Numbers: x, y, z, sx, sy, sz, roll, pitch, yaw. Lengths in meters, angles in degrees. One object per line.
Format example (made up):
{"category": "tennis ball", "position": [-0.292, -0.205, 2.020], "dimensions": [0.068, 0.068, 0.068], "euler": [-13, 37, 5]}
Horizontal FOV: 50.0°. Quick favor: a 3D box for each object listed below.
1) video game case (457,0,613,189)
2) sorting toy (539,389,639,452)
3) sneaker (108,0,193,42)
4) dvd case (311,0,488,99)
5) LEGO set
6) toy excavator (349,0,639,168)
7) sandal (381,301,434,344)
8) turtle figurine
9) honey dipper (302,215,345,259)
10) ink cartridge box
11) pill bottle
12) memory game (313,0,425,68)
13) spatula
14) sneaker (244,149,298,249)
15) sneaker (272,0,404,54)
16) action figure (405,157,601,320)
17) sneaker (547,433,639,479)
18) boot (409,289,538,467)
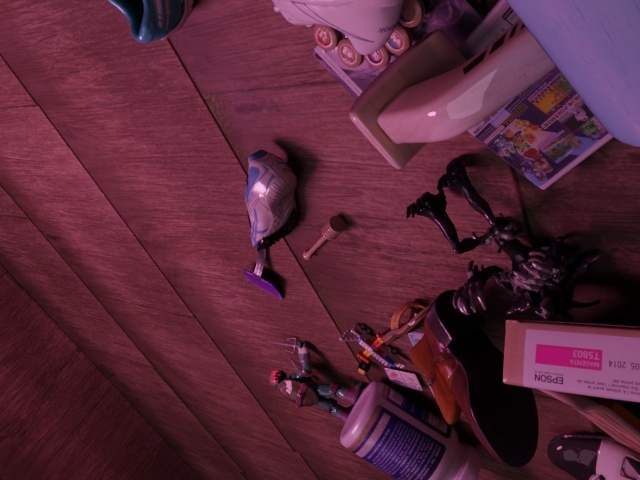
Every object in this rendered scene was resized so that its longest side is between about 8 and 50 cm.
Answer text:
{"category": "video game case", "position": [0.232, -0.163, 0.714], "dimensions": [0.183, 0.023, 0.201], "euler": [37, 141, -5]}
{"category": "sorting toy", "position": [0.437, 0.269, 1.017], "dimensions": [0.208, 0.038, 0.193], "euler": [33, 176, -7]}
{"category": "sneaker", "position": [-0.274, -0.378, 0.867], "dimensions": [0.107, 0.110, 0.275], "euler": [-11, 124, 50]}
{"category": "dvd case", "position": [0.102, -0.217, 0.799], "dimensions": [0.164, 0.018, 0.221], "euler": [44, 148, -12]}
{"category": "LEGO set", "position": [0.149, 0.244, 1.316], "dimensions": [0.244, 0.060, 0.183], "euler": [5, 132, 41]}
{"category": "toy excavator", "position": [0.197, -0.171, 0.504], "dimensions": [0.445, 0.433, 0.222], "euler": [-37, 108, 21]}
{"category": "sandal", "position": [0.149, 0.132, 1.171], "dimensions": [0.049, 0.072, 0.180], "euler": [63, 151, 10]}
{"category": "turtle figurine", "position": [-0.027, 0.323, 1.541], "dimensions": [0.234, 0.118, 0.175], "euler": [23, 146, 11]}
{"category": "honey dipper", "position": [0.000, 0.000, 1.171], "dimensions": [0.030, 0.030, 0.160], "euler": [39, 152, -4]}
{"category": "ink cartridge box", "position": [0.380, 0.157, 0.865], "dimensions": [0.193, 0.088, 0.234], "euler": [15, 169, -43]}
{"category": "pill bottle", "position": [0.186, 0.417, 1.405], "dimensions": [0.264, 0.153, 0.153], "euler": [32, 148, 2]}
{"category": "memory game", "position": [0.034, -0.277, 0.765], "dimensions": [0.186, 0.012, 0.186], "euler": [28, 141, 25]}
{"category": "spatula", "position": [-0.117, 0.029, 1.316], "dimensions": [0.084, 0.030, 0.297], "euler": [26, 147, 18]}
{"category": "sneaker", "position": [-0.087, -0.062, 1.136], "dimensions": [0.086, 0.085, 0.237], "euler": [54, 156, 22]}
{"category": "sneaker", "position": [-0.038, -0.297, 0.724], "dimensions": [0.297, 0.111, 0.129], "euler": [38, 150, 16]}
{"category": "action figure", "position": [0.235, 0.030, 0.879], "dimensions": [0.275, 0.141, 0.164], "euler": [41, 137, -4]}
{"category": "sneaker", "position": [0.521, 0.431, 1.116], "dimensions": [0.330, 0.146, 0.123], "euler": [18, 145, 29]}
{"category": "boot", "position": [0.215, 0.243, 1.059], "dimensions": [0.264, 0.096, 0.280], "euler": [59, 163, 25]}
